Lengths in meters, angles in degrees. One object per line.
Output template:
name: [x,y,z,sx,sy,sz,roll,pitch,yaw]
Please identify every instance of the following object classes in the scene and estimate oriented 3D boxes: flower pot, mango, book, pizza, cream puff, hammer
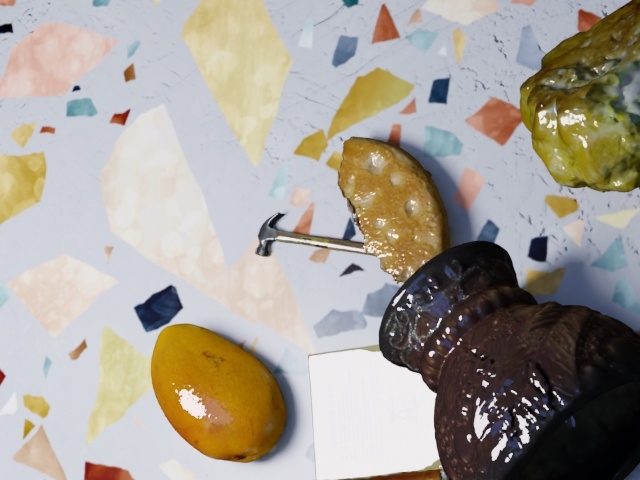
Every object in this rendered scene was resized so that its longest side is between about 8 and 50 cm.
flower pot: [0.213,0.152,1.448,0.266,0.266,0.267,-48,52,8]
mango: [-0.142,0.191,1.674,0.141,0.102,0.217,-42,67,4]
book: [0.076,0.212,1.620,0.192,0.013,0.167,-10,74,22]
pizza: [0.098,-0.036,1.641,0.127,0.058,0.246,-40,61,4]
cream puff: [0.366,-0.151,1.474,0.282,0.282,0.185,-29,113,14]
hammer: [0.000,0.000,1.703,0.182,0.017,0.062,7,81,24]

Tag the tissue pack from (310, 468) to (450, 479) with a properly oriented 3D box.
tissue pack: [0.062,0.372,1.544,0.226,0.092,0.183,-10,77,20]
